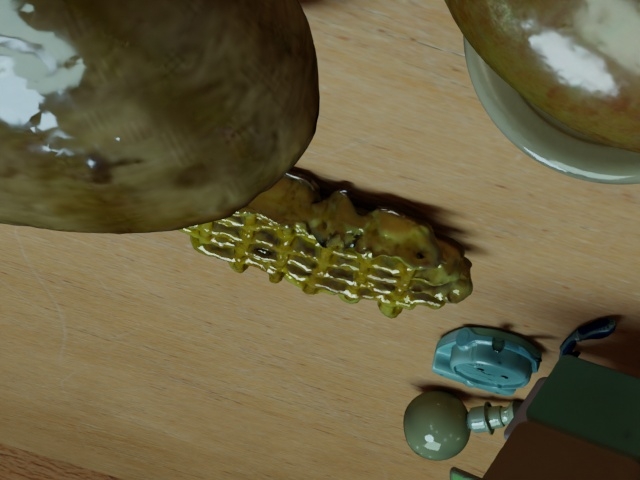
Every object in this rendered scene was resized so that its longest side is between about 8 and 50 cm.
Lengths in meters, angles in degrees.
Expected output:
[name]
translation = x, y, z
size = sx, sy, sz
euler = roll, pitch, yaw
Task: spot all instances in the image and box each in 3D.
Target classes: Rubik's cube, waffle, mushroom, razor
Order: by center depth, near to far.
[mushroom]
translation = -0.189, -0.161, 0.934
size = 0.314, 0.224, 0.397
euler = 12, 159, 16
[waffle]
translation = 0.000, -0.001, 1.457
size = 0.283, 0.065, 0.309
euler = 0, 158, 41
[Rubik's cube]
translation = 0.310, 0.321, 1.533
size = 0.387, 0.358, 0.368
euler = 32, 156, 9
[razor]
translation = 0.277, 0.108, 1.593
size = 0.028, 0.044, 0.154
euler = 41, 159, 6

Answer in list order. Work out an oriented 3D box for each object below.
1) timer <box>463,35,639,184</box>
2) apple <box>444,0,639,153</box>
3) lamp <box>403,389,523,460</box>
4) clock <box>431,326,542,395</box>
[timer]
translation = 0.180, -0.107, 0.965
size = 0.175, 0.175, 0.266
euler = 13, 176, 7
[apple]
translation = 0.164, -0.157, 0.668
size = 0.261, 0.260, 0.194
euler = 18, 172, -7
[lamp]
translation = 0.189, 0.231, 1.925
size = 0.163, 0.091, 0.091
euler = -12, 150, 22
[clock]
translation = 0.196, 0.133, 1.694
size = 0.108, 0.045, 0.147
euler = 18, 160, -11
